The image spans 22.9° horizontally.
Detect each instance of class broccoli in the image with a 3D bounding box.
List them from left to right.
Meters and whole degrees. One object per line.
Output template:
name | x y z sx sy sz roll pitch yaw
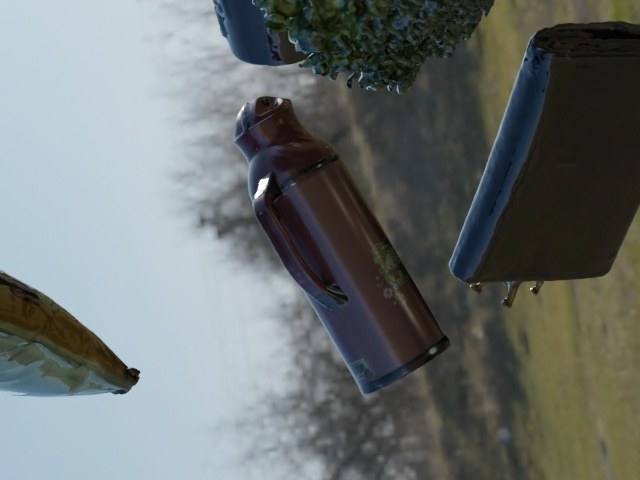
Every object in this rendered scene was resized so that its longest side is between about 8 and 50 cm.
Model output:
broccoli | 0.014 -0.340 1.547 0.397 0.275 0.353 41 -167 29

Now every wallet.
wallet | 0.307 -0.095 1.915 0.406 0.228 0.062 106 154 -48

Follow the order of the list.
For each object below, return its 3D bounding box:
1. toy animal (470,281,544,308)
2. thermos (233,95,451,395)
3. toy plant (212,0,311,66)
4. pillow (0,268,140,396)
toy animal | 0.293 0.043 2.305 0.057 0.099 0.241 44 -152 24
thermos | -0.001 0.001 1.670 0.330 0.136 0.109 60 153 0
toy plant | -0.089 -0.428 2.059 0.185 0.279 0.400 31 142 43
pillow | -0.375 0.067 1.505 0.310 0.312 0.119 29 -107 -48
